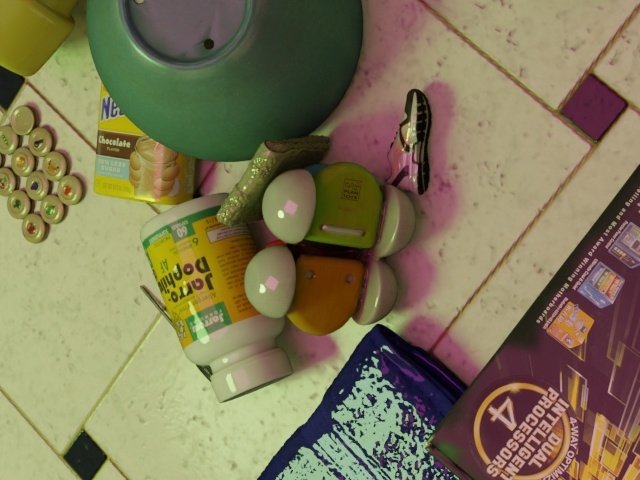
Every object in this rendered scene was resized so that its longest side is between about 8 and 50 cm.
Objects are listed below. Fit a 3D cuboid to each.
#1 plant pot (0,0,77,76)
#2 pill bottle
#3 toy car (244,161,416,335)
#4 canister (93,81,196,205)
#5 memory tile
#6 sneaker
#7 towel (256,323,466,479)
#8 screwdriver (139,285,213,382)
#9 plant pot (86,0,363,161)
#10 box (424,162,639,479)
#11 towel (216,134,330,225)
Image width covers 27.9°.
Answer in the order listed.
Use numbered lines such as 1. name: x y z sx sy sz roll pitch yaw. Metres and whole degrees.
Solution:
1. plant pot: -0.344 -0.353 1.438 0.239 0.254 0.254 -47 71 7
2. pill bottle: -0.108 0.064 1.394 0.118 0.118 0.208 -26 81 27
3. toy car: 0.000 0.000 1.335 0.136 0.159 0.181 -140 60 -62
4. canister: -0.194 -0.131 1.455 0.126 0.073 0.169 9 98 27
5. memory tile: -0.355 -0.081 1.577 0.113 0.012 0.148 -42 74 23
6. sneaker: 0.088 -0.102 1.325 0.044 0.040 0.109 6 95 30
7. towel: 0.060 0.268 1.347 0.227 0.076 0.308 45 111 24
8. screwdriver: -0.158 0.113 1.482 0.170 0.024 0.025 43 140 26
9. plant pot: -0.111 -0.227 1.287 0.290 0.195 0.290 0 91 8
10. box: 0.333 0.130 1.139 0.318 0.097 0.395 40 98 18
11. towel: -0.049 -0.064 1.339 0.027 0.148 0.110 41 111 12
